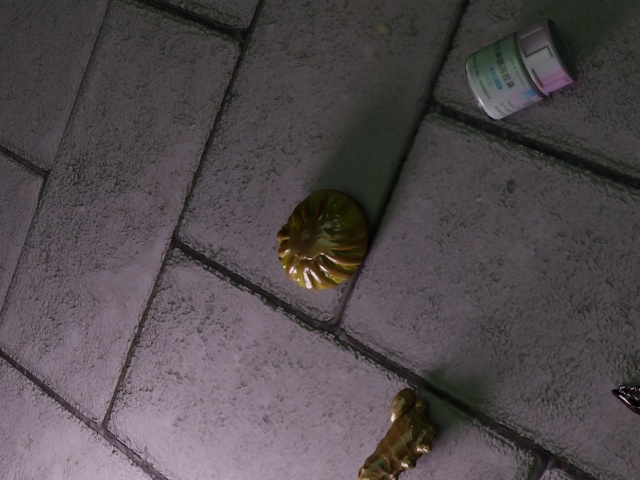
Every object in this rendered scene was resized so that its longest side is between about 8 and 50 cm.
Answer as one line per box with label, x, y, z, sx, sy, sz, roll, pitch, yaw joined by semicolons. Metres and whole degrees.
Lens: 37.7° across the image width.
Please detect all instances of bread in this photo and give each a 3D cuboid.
bread;0.000;0.000;1.914;0.213;0.104;0.214;-3;84;31

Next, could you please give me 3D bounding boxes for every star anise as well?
star anise;0.551;0.255;1.534;0.157;0.053;0.213;-135;53;-60

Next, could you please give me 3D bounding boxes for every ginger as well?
ginger;0.156;0.389;1.775;0.115;0.081;0.206;25;92;20

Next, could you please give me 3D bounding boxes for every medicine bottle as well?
medicine bottle;0.362;-0.308;1.692;0.168;0.135;0.135;-23;72;28
